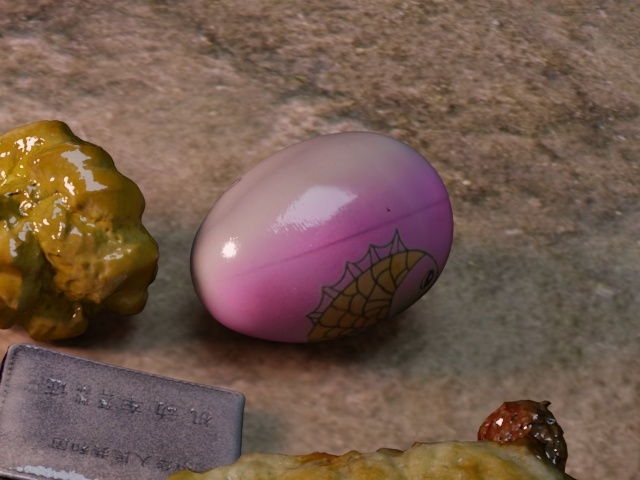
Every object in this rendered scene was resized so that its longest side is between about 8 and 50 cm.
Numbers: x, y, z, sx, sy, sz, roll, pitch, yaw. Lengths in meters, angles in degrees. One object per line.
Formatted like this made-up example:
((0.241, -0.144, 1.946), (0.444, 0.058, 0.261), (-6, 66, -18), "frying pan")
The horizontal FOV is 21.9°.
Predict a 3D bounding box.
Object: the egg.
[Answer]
((0.000, 0.000, 1.561), (0.271, 0.196, 0.196), (-19, 47, -21), "egg")

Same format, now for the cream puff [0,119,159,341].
((-0.257, -0.007, 1.485), (0.221, 0.194, 0.195), (34, 38, 30), "cream puff")

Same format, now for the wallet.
((-0.174, 0.166, 1.393), (0.222, 0.036, 0.167), (12, 35, -7), "wallet")

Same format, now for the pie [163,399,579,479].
((0.049, 0.300, 1.196), (0.418, 0.180, 0.395), (-12, 37, -16), "pie")
